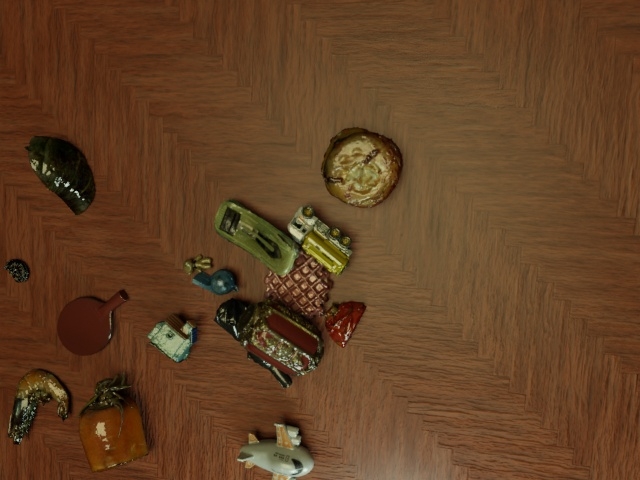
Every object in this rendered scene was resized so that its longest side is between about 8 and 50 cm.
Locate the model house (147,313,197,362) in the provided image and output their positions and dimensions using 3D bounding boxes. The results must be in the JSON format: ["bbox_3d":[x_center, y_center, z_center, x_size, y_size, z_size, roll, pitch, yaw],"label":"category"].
[{"bbox_3d":[-0.464,0.303,1.739,0.148,0.119,0.148,41,91,6],"label":"model house"}]

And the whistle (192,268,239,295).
[{"bbox_3d":[-0.332,0.126,1.703,0.158,0.090,0.090,26,100,8],"label":"whistle"}]

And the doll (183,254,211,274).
[{"bbox_3d":[-0.406,0.079,1.740,0.093,0.051,0.061,-1,69,-11],"label":"doll"}]

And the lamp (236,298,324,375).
[{"bbox_3d":[-0.119,0.297,1.611,0.274,0.177,0.177,35,102,-18],"label":"lamp"}]

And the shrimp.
[{"bbox_3d":[-1.009,0.615,1.891,0.222,0.054,0.290,21,91,8],"label":"shrimp"}]

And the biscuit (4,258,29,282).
[{"bbox_3d":[-1.079,0.108,1.872,0.089,0.027,0.087,-7,93,11],"label":"biscuit"}]

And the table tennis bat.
[{"bbox_3d":[-0.790,0.276,1.827,0.310,0.038,0.200,-37,88,12],"label":"table tennis bat"}]

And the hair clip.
[{"bbox_3d":[-0.188,-0.013,1.649,0.321,0.091,0.138,33,116,25],"label":"hair clip"}]

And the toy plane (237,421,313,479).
[{"bbox_3d":[-0.143,0.705,1.707,0.245,0.117,0.244,1,94,11],"label":"toy plane"}]

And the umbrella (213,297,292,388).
[{"bbox_3d":[-0.206,0.332,1.688,0.118,0.118,0.340,-39,87,12],"label":"umbrella"}]

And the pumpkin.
[{"bbox_3d":[-0.848,-0.223,1.728,0.111,0.163,0.278,-15,94,13],"label":"pumpkin"}]

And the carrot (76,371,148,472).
[{"bbox_3d":[-0.699,0.623,1.759,0.193,0.214,0.331,-12,90,-15],"label":"carrot"}]

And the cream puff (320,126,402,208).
[{"bbox_3d":[0.119,-0.215,1.548,0.240,0.164,0.240,3,111,7],"label":"cream puff"}]

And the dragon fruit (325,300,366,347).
[{"bbox_3d":[0.062,0.254,1.645,0.106,0.083,0.162,30,102,9],"label":"dragon fruit"}]

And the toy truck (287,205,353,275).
[{"bbox_3d":[0.000,0.000,1.604,0.227,0.098,0.114,39,81,5],"label":"toy truck"}]

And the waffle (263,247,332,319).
[{"bbox_3d":[-0.073,0.137,1.669,0.221,0.055,0.234,8,96,9],"label":"waffle"}]
